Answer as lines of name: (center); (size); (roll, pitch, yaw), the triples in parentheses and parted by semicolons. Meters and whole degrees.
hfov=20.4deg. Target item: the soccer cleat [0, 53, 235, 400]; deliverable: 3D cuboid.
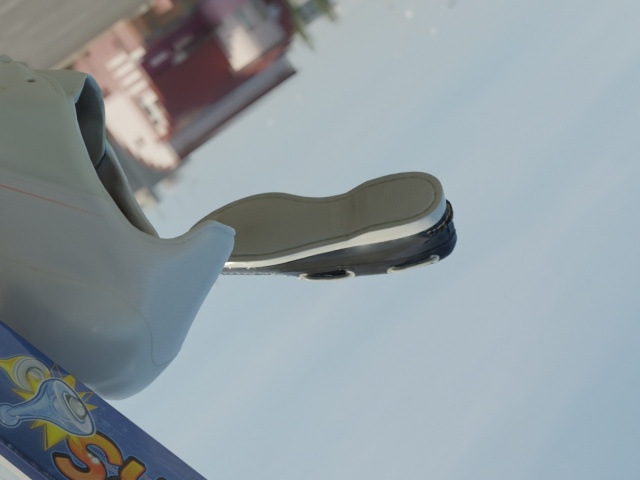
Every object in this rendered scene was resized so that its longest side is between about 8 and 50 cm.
soccer cleat: (-0.106, -0.033, 0.523); (0.076, 0.196, 0.068); (-48, 161, 2)

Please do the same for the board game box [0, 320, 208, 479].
board game box: (-0.074, 0.100, 0.453); (0.035, 0.201, 0.136); (-36, 157, -53)

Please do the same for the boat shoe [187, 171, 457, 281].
boat shoe: (0.000, 0.000, 0.809); (0.125, 0.038, 0.046); (-12, -136, 12)
